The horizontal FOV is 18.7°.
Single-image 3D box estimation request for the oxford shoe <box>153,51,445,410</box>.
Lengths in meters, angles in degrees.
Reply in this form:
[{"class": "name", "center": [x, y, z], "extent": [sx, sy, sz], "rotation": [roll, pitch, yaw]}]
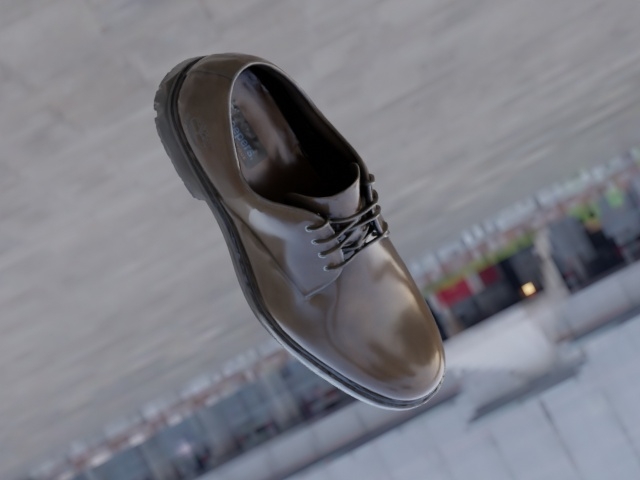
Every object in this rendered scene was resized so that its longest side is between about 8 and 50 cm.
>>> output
[{"class": "oxford shoe", "center": [0.000, 0.000, 1.026], "extent": [0.083, 0.227, 0.096], "rotation": [-43, -164, -22]}]
